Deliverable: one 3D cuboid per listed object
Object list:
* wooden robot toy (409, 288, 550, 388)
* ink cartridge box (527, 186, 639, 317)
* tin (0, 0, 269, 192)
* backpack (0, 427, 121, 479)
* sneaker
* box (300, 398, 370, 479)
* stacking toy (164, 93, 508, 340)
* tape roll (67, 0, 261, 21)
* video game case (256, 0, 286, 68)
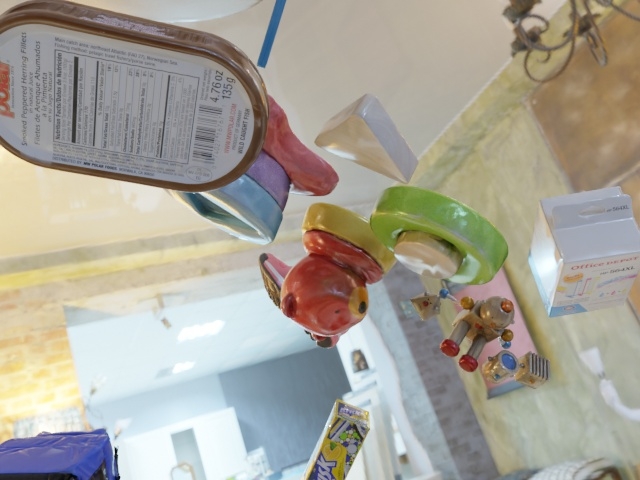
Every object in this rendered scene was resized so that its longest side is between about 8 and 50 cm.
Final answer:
[{"bbox_3d":[0.183,0.097,0.671,0.076,0.173,0.079,-51,-1,-42],"label":"wooden robot toy"},{"bbox_3d":[0.302,0.011,0.717,0.092,0.090,0.143,-11,-35,5],"label":"ink cartridge box"},{"bbox_3d":[-0.127,-0.091,0.408,0.189,0.040,0.106,9,-64,-11],"label":"tin"},{"bbox_3d":[-0.194,0.210,0.472,0.097,0.120,0.101,-4,8,12],"label":"backpack"},{"bbox_3d":[-0.029,0.125,1.508,0.136,0.314,0.116,-32,-35,-24],"label":"sneaker"},{"bbox_3d":[0.020,0.341,0.985,0.054,0.059,0.169,-74,6,-75],"label":"box"},{"bbox_3d":[0.000,0.000,0.590,0.309,0.131,0.279,40,-19,-35],"label":"stacking toy"},{"bbox_3d":[-0.231,-0.364,0.725,0.391,0.072,0.392,3,-4,0],"label":"tape roll"},{"bbox_3d":[-0.068,-0.317,0.912,0.015,0.166,0.119,17,-72,-10],"label":"video game case"}]
